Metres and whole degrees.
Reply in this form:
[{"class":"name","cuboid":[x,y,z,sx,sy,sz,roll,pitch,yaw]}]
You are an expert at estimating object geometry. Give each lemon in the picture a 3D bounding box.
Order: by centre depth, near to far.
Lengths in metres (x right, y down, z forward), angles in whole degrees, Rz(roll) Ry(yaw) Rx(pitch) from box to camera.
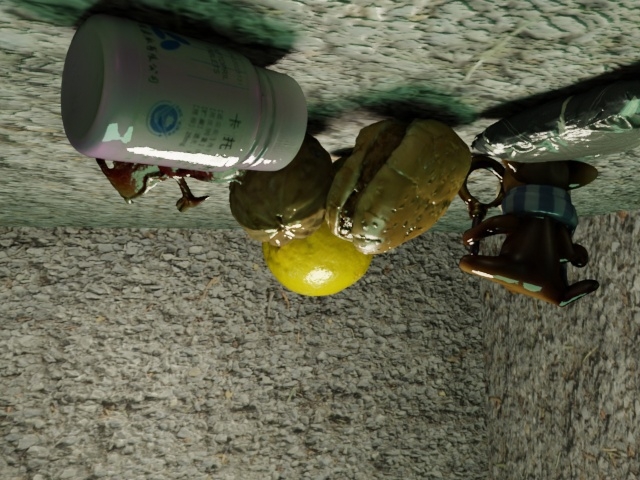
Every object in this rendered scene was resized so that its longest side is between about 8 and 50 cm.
[{"class":"lemon","cuboid":[0.000,0.000,1.715,0.348,0.347,0.348,-2,176,0]}]

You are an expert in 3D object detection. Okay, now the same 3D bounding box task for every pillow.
[{"class":"pillow","cuboid":[0.402,-0.183,0.940,0.162,0.092,0.335,8,171,-35]}]

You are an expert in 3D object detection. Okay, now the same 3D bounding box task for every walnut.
[{"class":"walnut","cuboid":[-0.066,-0.099,1.069,0.198,0.198,0.245,-2,-146,5]}]

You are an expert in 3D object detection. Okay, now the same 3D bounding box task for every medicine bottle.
[{"class":"medicine bottle","cuboid":[-0.150,-0.156,0.683,0.255,0.151,0.152,3,174,-41]}]

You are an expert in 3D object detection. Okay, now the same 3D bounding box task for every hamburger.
[{"class":"hamburger","cuboid":[0.146,-0.095,1.046,0.145,0.259,0.283,33,-149,24]}]

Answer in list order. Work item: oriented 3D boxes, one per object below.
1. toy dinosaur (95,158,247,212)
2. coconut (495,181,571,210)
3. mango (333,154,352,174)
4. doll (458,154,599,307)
[{"class":"toy dinosaur","cuboid":[-0.235,-0.154,0.988,0.327,0.112,0.207,-29,122,34]},{"class":"coconut","cuboid":[0.520,-0.112,1.429,0.171,0.170,0.183,-2,-178,1]},{"class":"mango","cuboid":[0.126,-0.135,1.305,0.221,0.120,0.151,5,173,5]},{"class":"doll","cuboid":[0.438,-0.040,1.265,0.318,0.339,0.209,8,178,13]}]
